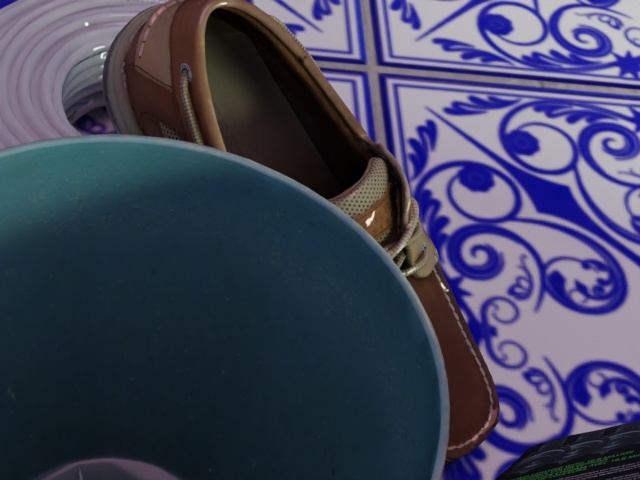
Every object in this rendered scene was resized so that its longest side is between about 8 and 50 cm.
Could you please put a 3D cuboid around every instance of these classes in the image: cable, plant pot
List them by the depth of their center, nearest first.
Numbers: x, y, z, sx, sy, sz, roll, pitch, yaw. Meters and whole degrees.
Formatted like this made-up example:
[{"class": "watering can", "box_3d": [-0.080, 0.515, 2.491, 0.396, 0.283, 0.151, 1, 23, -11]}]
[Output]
[{"class": "plant pot", "box_3d": [-0.099, 0.119, 0.678, 0.290, 0.195, 0.290, 6, 48, -7]}, {"class": "cable", "box_3d": [-0.123, -0.070, 0.910, 0.257, 0.089, 0.257, -15, 54, -24]}]

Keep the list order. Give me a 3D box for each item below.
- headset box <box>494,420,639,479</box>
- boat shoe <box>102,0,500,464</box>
[{"class": "headset box", "box_3d": [0.135, 0.220, 0.554, 0.283, 0.131, 0.246, -23, 92, -58]}, {"class": "boat shoe", "box_3d": [0.000, 0.000, 0.780, 0.123, 0.116, 0.324, -45, 103, -25]}]
